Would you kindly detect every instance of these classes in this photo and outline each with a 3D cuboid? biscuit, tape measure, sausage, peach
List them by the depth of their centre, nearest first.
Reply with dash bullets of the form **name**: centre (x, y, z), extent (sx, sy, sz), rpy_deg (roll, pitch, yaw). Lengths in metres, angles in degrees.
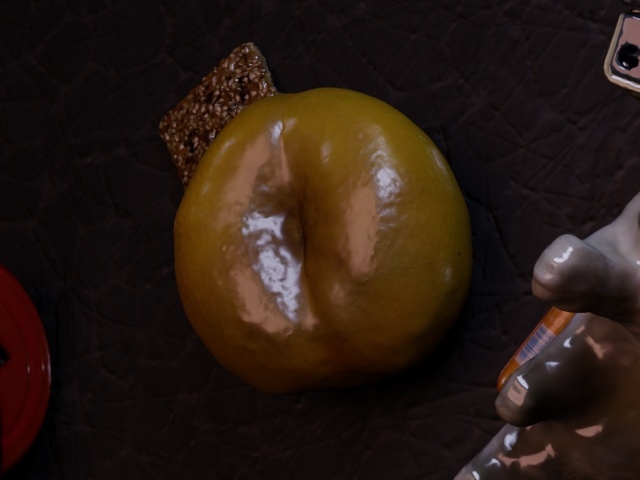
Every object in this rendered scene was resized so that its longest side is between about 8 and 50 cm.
- **sausage**: centre (0.166, 0.083, 1.389), extent (0.107, 0.031, 0.031), rpy_deg (-52, 52, 14)
- **peach**: centre (0.000, 0.000, 1.458), extent (0.251, 0.153, 0.251), rpy_deg (0, 90, 24)
- **biscuit**: centre (-0.063, -0.058, 1.619), extent (0.131, 0.025, 0.231), rpy_deg (-43, 54, 21)
- **tape measure**: centre (-0.362, 0.116, 1.651), extent (0.114, 0.253, 0.260), rpy_deg (-12, 33, 41)

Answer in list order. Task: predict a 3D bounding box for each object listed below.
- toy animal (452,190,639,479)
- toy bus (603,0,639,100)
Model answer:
- **toy animal**: centre (0.229, 0.094, 1.208), extent (0.188, 0.266, 0.308), rpy_deg (38, 91, 21)
- **toy bus**: centre (0.326, -0.248, 1.246), extent (0.177, 0.202, 0.365), rpy_deg (18, 90, 22)
